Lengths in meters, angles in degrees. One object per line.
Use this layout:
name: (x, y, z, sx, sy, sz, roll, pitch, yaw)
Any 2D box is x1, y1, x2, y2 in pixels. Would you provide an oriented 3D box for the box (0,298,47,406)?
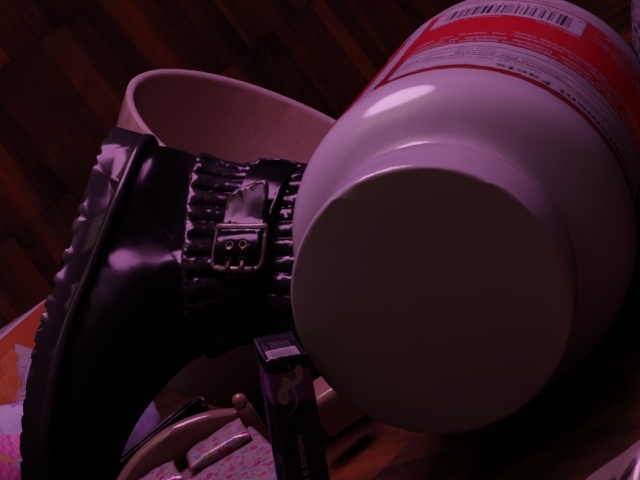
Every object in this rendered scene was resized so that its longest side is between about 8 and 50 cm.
box: (-0.337, 0.247, 1.873, 0.168, 0.215, 0.345, -32, 9, 39)

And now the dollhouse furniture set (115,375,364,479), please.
dollhouse furniture set: (-0.120, 0.171, 1.331, 0.355, 0.174, 0.303, -34, 16, -8)

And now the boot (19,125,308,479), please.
boot: (-0.086, 0.078, 1.563, 0.131, 0.260, 0.348, 80, -156, -73)

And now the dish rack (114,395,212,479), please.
dish rack: (-0.134, 0.220, 1.613, 0.208, 0.074, 0.271, -40, 7, -16)

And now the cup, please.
cup: (-0.073, 0.019, 1.854, 0.237, 0.331, 0.331, -65, -4, 21)

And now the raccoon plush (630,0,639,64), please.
raccoon plush: (0.349, -0.109, 1.114, 0.299, 0.446, 0.216, -3, -29, -1)

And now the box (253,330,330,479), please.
box: (-0.012, 0.141, 1.168, 0.029, 0.162, 0.116, -11, 4, -5)

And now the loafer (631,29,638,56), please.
loafer: (0.335, -0.169, 1.760, 0.084, 0.096, 0.267, -30, 6, 11)

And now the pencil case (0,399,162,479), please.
pencil case: (-0.267, 0.194, 1.758, 0.273, 0.124, 0.113, -17, -19, -50)

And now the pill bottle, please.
pill bottle: (0.111, -0.025, 1.345, 0.229, 0.229, 0.408, -35, 7, 22)

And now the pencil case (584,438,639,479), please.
pencil case: (0.015, 0.195, 0.622, 0.410, 0.160, 0.183, -33, -4, 34)
